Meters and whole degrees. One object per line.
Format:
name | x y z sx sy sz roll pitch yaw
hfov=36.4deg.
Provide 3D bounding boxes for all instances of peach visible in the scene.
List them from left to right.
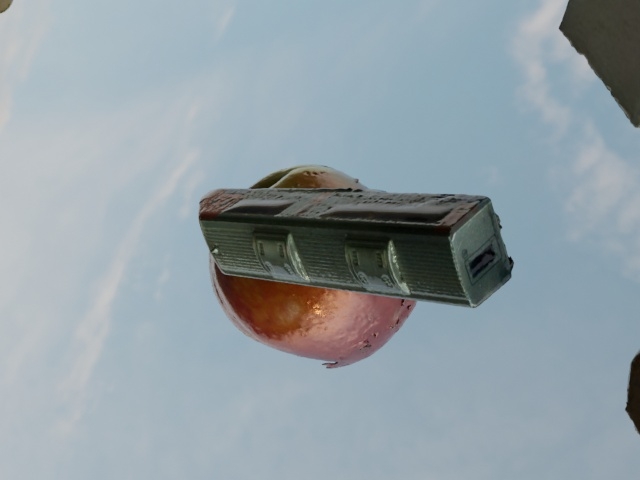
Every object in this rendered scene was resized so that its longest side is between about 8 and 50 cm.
peach | -0.007 0.052 1.689 0.370 0.370 0.369 -25 -125 42

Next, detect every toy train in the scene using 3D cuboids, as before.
toy train | 0.000 0.000 0.991 0.410 0.086 0.089 4 -147 45

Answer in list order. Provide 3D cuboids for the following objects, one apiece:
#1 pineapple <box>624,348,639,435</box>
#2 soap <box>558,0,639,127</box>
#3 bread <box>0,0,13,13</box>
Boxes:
pineapple | 0.586 0.227 1.315 0.202 0.362 0.201 -32 -130 48
soap | 0.393 -0.270 0.895 0.159 0.302 0.257 54 -28 31
bread | -0.388 -0.273 0.772 0.333 0.333 0.160 -52 -139 20
